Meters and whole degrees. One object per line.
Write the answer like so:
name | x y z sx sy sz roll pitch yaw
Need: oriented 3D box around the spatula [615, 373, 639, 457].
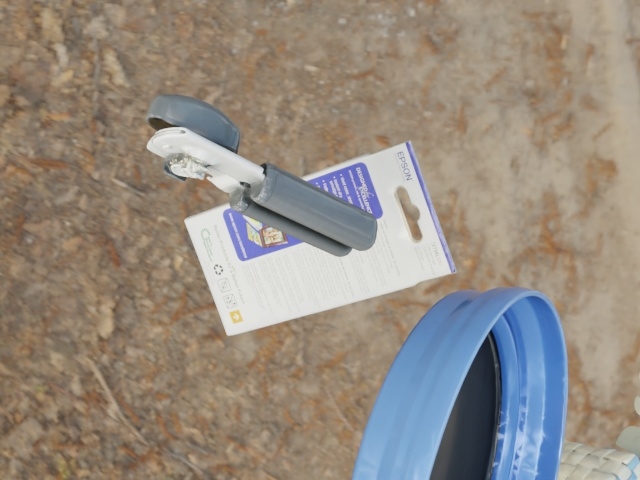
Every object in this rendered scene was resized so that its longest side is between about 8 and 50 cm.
spatula | 0.590 0.295 1.812 0.019 0.242 0.168 23 90 -32

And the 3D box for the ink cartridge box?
ink cartridge box | 0.000 0.000 1.472 0.069 0.371 0.175 -26 97 -55

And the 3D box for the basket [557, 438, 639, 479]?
basket | 0.452 0.475 1.819 0.201 0.255 0.289 -42 111 -28

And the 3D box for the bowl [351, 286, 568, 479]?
bowl | 0.135 0.233 1.066 0.391 0.077 0.391 -28 123 -55

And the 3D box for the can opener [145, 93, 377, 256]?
can opener | -0.055 -0.065 1.173 0.280 0.074 0.093 29 63 -31
